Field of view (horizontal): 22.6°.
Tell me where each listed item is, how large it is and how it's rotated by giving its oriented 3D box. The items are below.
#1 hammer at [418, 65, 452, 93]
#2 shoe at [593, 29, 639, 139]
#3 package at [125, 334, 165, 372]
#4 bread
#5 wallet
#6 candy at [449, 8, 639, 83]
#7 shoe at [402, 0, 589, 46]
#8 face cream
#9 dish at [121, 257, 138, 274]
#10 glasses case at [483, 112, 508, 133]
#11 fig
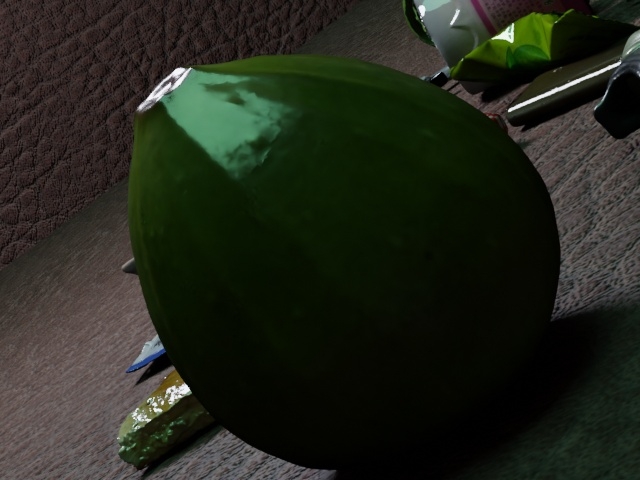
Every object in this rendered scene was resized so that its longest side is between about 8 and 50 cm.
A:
[{"bbox_3d":[0.287,-0.319,2.395,0.427,0.044,0.152,-36,12,-13],"label":"hammer"},{"bbox_3d":[0.334,-0.151,1.433,0.112,0.099,0.227,-46,11,-24],"label":"shoe"},{"bbox_3d":[-0.138,0.088,1.886,0.171,0.027,0.173,-30,7,20],"label":"package"},{"bbox_3d":[-0.114,0.146,1.515,0.136,0.054,0.154,-24,17,28],"label":"bread"},{"bbox_3d":[0.307,-0.188,1.803,0.198,0.031,0.110,-23,15,42],"label":"wallet"},{"bbox_3d":[0.278,-0.237,1.919,0.149,0.069,0.246,-3,-3,-31],"label":"candy"},{"bbox_3d":[0.250,-0.328,2.255,0.262,0.140,0.128,-6,-7,13],"label":"shoe"},{"bbox_3d":[0.244,-0.308,2.118,0.195,0.175,0.175,-31,11,14],"label":"face cream"},{"bbox_3d":[-0.116,0.014,1.888,0.229,0.081,0.229,-26,2,1],"label":"dish"},{"bbox_3d":[0.147,-0.102,1.840,0.073,0.049,0.194,-39,12,-21],"label":"glasses case"},{"bbox_3d":[0.000,0.000,1.135,0.316,0.316,0.316,-32,11,7],"label":"fig"}]
